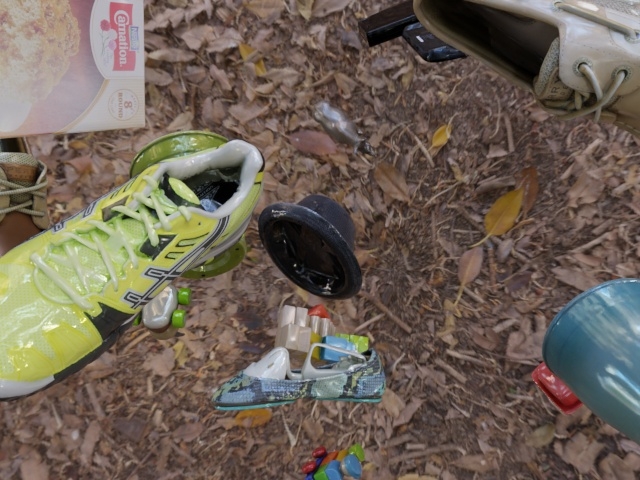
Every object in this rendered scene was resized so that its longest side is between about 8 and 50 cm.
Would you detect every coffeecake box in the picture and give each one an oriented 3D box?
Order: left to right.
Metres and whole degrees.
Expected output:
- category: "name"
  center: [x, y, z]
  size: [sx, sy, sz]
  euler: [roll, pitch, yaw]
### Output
- category: "coffeecake box"
  center: [-0.223, -0.148, 0.340]
  size: [0.068, 0.186, 0.142]
  euler: [29, 123, 36]

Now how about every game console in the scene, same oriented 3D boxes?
- category: "game console"
  center: [0.215, -0.462, 1.094]
  size: [0.213, 0.361, 0.043]
  euler: [-19, 129, 4]

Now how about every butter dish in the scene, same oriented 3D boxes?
- category: "butter dish"
  center: [0.690, 0.382, 1.408]
  size: [0.160, 0.118, 0.160]
  euler: [-48, 41, 13]

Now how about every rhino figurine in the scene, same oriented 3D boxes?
- category: "rhino figurine"
  center: [0.068, -0.300, 1.361]
  size: [0.243, 0.106, 0.073]
  euler: [46, 105, 22]

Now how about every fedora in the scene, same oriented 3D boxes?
- category: "fedora"
  center: [0.000, 0.000, 1.281]
  size: [0.334, 0.334, 0.152]
  euler: [31, 58, 9]

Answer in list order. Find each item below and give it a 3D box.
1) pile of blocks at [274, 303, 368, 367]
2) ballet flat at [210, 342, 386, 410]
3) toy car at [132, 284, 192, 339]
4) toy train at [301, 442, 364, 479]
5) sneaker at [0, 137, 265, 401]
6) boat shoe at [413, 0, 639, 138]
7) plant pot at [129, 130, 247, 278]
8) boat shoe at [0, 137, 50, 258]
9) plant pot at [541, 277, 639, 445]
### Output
- category: "pile of blocks"
  center: [0.028, 0.194, 0.961]
  size: [0.149, 0.362, 0.112]
  euler: [-2, 66, 19]
- category: "ballet flat"
  center: [-0.022, 0.143, 0.534]
  size: [0.189, 0.070, 0.070]
  euler: [0, 87, -14]
- category: "toy car"
  center: [-0.460, 0.232, 1.459]
  size: [0.155, 0.188, 0.148]
  euler: [4, 50, -1]
- category: "toy train"
  center: [0.059, 0.600, 1.360]
  size: [0.143, 0.248, 0.105]
  euler: [-31, 83, 16]
- category: "sneaker"
  center: [-0.205, -0.003, 0.513]
  size: [0.145, 0.384, 0.147]
  euler: [41, 138, 2]
- category: "boat shoe"
  center: [0.208, -0.137, 0.389]
  size: [0.098, 0.109, 0.302]
  euler: [-43, 71, -12]
- category: "plant pot"
  center: [-0.381, -0.085, 1.537]
  size: [0.367, 0.366, 0.352]
  euler: [-24, 59, 6]
- category: "boat shoe"
  center: [-0.372, -0.058, 0.551]
  size: [0.120, 0.123, 0.323]
  euler: [-25, 85, 24]
- category: "plant pot"
  center: [0.608, 0.252, 0.922]
  size: [0.272, 0.255, 0.271]
  euler: [-4, 120, -7]
